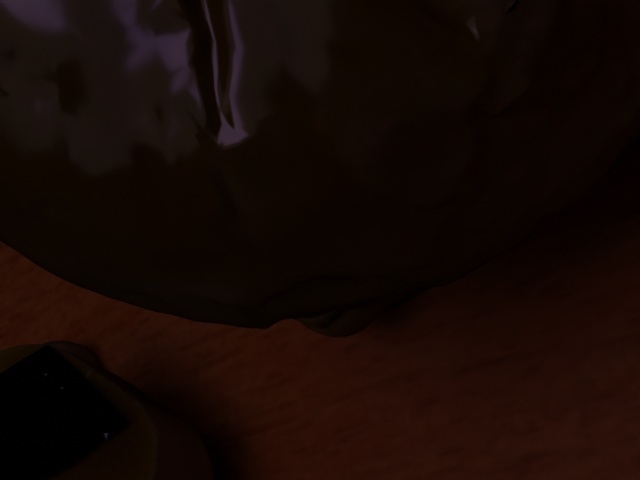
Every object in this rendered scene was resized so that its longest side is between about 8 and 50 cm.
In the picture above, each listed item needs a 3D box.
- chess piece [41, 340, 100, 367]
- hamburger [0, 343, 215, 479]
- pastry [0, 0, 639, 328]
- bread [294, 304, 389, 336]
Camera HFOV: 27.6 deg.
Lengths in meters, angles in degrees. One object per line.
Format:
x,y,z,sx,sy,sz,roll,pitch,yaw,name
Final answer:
-0.182,0.111,0.899,0.083,0.038,0.084,-14,72,54,chess piece
-0.156,0.145,0.753,0.210,0.173,0.116,24,135,42,hamburger
-0.023,-0.168,0.519,0.409,0.245,0.410,5,103,25,pastry
0.000,0.000,0.663,0.115,0.056,0.082,27,92,42,bread
